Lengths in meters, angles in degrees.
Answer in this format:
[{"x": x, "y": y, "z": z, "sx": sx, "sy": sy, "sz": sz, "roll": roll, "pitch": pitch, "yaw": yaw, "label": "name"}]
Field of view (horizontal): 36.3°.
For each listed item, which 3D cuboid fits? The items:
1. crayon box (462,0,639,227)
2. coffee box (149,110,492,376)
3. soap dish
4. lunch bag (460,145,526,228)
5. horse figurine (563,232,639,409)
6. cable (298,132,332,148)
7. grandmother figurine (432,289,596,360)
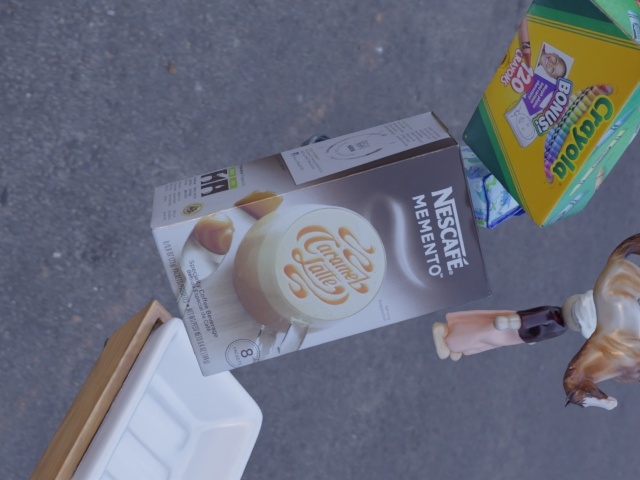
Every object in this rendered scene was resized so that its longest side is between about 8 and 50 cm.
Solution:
[{"x": 0.290, "y": -0.168, "z": 1.144, "sx": 0.081, "sy": 0.165, "sz": 0.278, "roll": -20, "pitch": 150, "yaw": -32, "label": "crayon box"}, {"x": 0.000, "y": 0.000, "z": 0.807, "sx": 0.246, "sy": 0.098, "sz": 0.141, "roll": -16, "pitch": 113, "yaw": 0, "label": "coffee box"}, {"x": -0.203, "y": 0.252, "z": 1.127, "sx": 0.229, "sy": 0.118, "sz": 0.291, "roll": 55, "pitch": 43, "yaw": -33, "label": "soap dish"}, {"x": 0.229, "y": -0.085, "z": 1.368, "sx": 0.151, "sy": 0.129, "sz": 0.096, "roll": -31, "pitch": 123, "yaw": -36, "label": "lunch bag"}, {"x": 0.389, "y": 0.093, "z": 1.179, "sx": 0.066, "sy": 0.174, "sz": 0.263, "roll": 76, "pitch": 23, "yaw": -65, "label": "horse figurine"}, {"x": 0.048, "y": -0.051, "z": 1.254, "sx": 0.287, "sy": 0.072, "sz": 0.139, "roll": 9, "pitch": 81, "yaw": -37, "label": "cable"}, {"x": 0.389, "y": 0.160, "z": 1.865, "sx": 0.208, "sy": 0.342, "sz": 0.104, "roll": 3, "pitch": 74, "yaw": -61, "label": "grandmother figurine"}]
